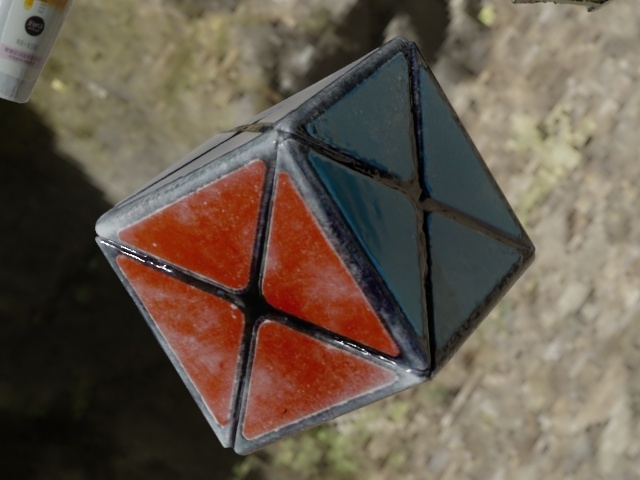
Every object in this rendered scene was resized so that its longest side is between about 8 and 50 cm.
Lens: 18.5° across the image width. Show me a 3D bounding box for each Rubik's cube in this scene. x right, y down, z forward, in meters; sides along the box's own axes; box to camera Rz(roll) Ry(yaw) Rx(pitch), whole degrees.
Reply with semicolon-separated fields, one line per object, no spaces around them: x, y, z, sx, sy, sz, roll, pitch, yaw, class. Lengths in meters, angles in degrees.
0.000;0.000;1.766;0.255;0.259;0.260;-24;14;36;Rubik's cube

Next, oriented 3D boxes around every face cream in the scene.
-0.286;-0.237;1.942;0.057;0.084;0.198;35;106;55;face cream

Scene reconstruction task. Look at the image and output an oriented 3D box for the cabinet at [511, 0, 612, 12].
0.312;-0.413;2.114;0.290;0.227;0.318;-29;-7;25;cabinet
